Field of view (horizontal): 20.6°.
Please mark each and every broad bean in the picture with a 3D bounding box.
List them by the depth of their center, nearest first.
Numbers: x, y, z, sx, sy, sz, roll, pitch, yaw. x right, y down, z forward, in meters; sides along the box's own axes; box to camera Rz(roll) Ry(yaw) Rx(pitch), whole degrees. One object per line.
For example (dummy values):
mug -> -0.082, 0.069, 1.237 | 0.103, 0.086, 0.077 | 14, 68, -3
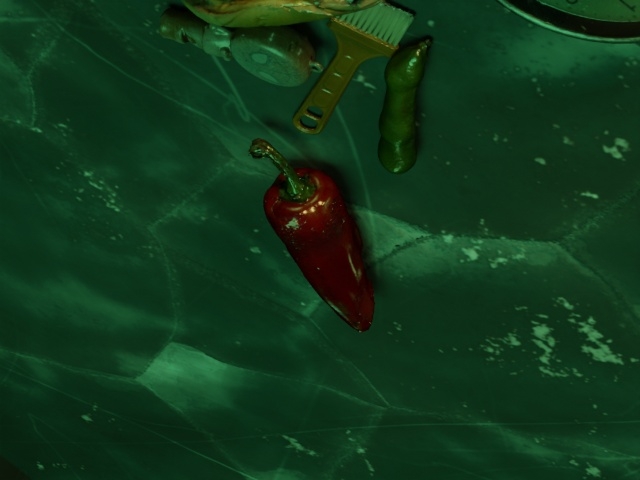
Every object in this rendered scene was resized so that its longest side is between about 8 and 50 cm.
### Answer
broad bean -> 0.100, -0.159, 2.173 | 0.052, 0.052, 0.256 | 53, 157, 27

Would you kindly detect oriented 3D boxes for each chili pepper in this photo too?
chili pepper -> 0.000, 0.000, 2.414 | 0.110, 0.110, 0.387 | 5, 145, 26

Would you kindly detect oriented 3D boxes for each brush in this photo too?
brush -> 0.025, -0.210, 2.175 | 0.090, 0.017, 0.314 | 26, 149, -6

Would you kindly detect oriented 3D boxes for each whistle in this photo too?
whistle -> -0.095, -0.243, 2.164 | 0.220, 0.057, 0.107 | 16, 161, 18

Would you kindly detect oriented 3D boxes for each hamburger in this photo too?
hamburger -> -0.057, -0.322, 1.926 | 0.282, 0.245, 0.155 | 56, 178, 40

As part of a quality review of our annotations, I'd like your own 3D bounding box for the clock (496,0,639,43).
clock -> 0.282, -0.328, 1.798 | 0.318, 0.066, 0.319 | 15, 147, 10
